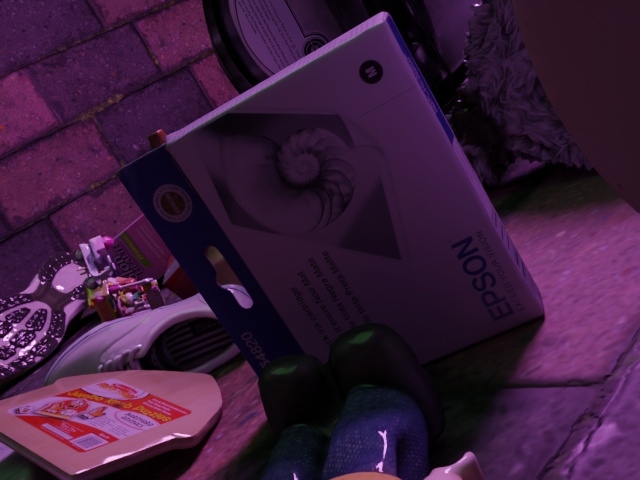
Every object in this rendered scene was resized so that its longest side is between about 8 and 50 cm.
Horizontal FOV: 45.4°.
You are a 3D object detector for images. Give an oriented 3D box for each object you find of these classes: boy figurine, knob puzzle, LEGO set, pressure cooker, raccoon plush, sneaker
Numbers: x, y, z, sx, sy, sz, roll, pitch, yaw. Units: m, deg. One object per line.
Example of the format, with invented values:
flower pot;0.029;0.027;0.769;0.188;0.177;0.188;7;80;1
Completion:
boy figurine;-0.020;0.139;0.310;0.177;0.092;0.285;-23;10;21
knob puzzle;-0.170;0.153;0.657;0.213;0.029;0.213;0;10;0
LEGO set;-0.314;0.086;1.274;0.107;0.132;0.287;-15;-14;-7
pressure cooker;0.036;-0.331;1.010;0.420;0.370;0.375;-114;41;-78
raccoon plush;0.280;-0.210;0.827;0.299;0.216;0.446;-28;8;-33
sneaker;-0.186;0.119;0.805;0.258;0.094;0.091;-28;7;6
sneaker;-0.573;0.190;1.516;0.182;0.158;0.410;-60;-3;30

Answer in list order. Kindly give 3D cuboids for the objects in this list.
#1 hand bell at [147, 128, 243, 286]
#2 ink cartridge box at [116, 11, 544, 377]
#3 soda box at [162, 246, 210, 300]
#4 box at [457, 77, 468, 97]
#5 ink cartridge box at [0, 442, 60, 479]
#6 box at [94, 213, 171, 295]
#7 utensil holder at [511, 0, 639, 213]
hand bell;-0.133;-0.022;0.909;0.126;0.242;0.126;-29;12;7
ink cartridge box;0.000;0.000;0.518;0.224;0.223;0.045;-27;17;19
soda box;-0.092;-0.026;1.006;0.263;0.083;0.092;-47;19;12
box;0.196;-0.209;1.287;0.232;0.058;0.322;-34;6;34
ink cartridge box;-0.344;0.281;0.573;0.324;0.071;0.330;-32;8;-10
box;-0.300;-0.020;1.546;0.243;0.117;0.213;-37;7;21
utensil holder;0.304;-0.183;0.292;0.385;0.327;0.328;-38;13;-28
